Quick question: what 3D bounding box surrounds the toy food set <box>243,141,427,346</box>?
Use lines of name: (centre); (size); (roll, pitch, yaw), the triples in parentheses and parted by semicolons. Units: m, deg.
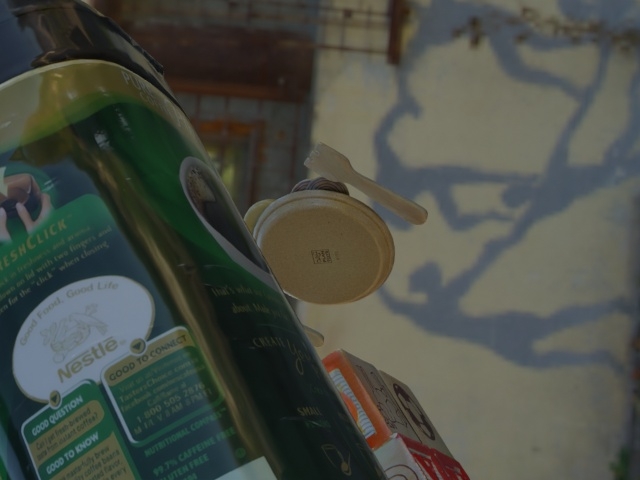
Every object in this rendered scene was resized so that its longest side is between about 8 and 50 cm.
toy food set: (0.000, 0.000, 1.319); (0.192, 0.132, 0.038); (-50, 16, 35)

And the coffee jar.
coffee jar: (-0.045, 0.029, 0.374); (0.184, 0.079, 0.096); (61, -173, 21)

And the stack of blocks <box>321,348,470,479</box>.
stack of blocks: (-0.052, 0.204, 0.634); (0.171, 0.297, 0.087); (57, -170, 25)
